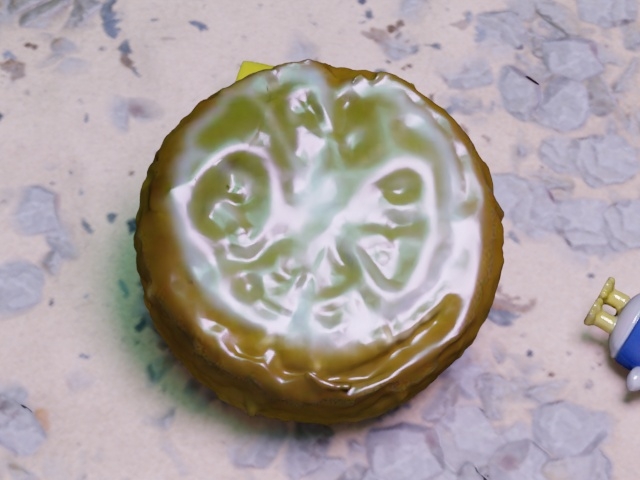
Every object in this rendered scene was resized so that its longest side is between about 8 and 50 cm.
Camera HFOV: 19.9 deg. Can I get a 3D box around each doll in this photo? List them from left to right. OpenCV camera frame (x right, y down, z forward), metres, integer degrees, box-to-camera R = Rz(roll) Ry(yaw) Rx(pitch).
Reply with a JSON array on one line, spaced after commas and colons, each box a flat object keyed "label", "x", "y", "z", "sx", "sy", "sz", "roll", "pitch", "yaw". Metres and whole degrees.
[{"label": "doll", "x": 0.255, "y": 0.079, "z": 1.290, "sx": 0.143, "sy": 0.058, "sz": 0.099, "roll": 32, "pitch": 57, "yaw": 11}]

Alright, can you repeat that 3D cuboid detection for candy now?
[{"label": "candy", "x": 0.000, "y": 0.000, "z": 1.261, "sx": 0.259, "sy": 0.118, "sz": 0.260, "roll": 1, "pitch": 75, "yaw": -3}]

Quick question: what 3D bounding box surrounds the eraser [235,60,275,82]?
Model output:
[{"label": "eraser", "x": -0.030, "y": -0.069, "z": 1.378, "sx": 0.097, "sy": 0.045, "sz": 0.122, "roll": 15, "pitch": 55, "yaw": 5}]
